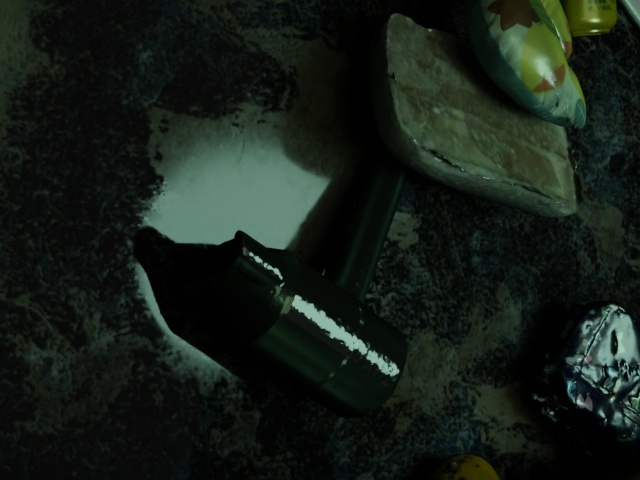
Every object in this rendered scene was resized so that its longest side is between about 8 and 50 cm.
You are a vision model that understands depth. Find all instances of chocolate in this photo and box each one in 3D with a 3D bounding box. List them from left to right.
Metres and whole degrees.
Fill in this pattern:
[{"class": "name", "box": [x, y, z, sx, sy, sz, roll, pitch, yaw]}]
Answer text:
[{"class": "chocolate", "box": [0.165, -0.127, 1.342, 0.303, 0.100, 0.185, 19, 58, -39]}]

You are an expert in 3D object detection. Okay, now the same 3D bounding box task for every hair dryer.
[{"class": "hair dryer", "box": [0.000, 0.000, 1.242, 0.244, 0.116, 0.302, 40, 58, -32]}]

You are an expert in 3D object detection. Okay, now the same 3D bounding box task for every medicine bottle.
[{"class": "medicine bottle", "box": [0.329, -0.390, 1.485, 0.095, 0.064, 0.260, -10, 99, -38]}]

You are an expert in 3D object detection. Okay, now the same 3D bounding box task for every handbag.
[{"class": "handbag", "box": [0.375, 0.196, 1.517, 0.260, 0.113, 0.162, 40, 64, -31]}]

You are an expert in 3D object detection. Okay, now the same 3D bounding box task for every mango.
[{"class": "mango", "box": [0.162, 0.338, 1.378, 0.115, 0.090, 0.178, 2, 99, -45]}]

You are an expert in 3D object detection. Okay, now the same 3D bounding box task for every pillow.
[{"class": "pillow", "box": [0.237, -0.247, 1.371, 0.214, 0.086, 0.233, 39, 35, -37]}]

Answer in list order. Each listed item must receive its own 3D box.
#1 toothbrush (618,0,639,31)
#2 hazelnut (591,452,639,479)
[{"class": "toothbrush", "box": [0.509, -0.231, 1.644, 0.418, 0.040, 0.042, 46, 68, -29]}, {"class": "hazelnut", "box": [0.445, 0.427, 1.422, 0.421, 0.353, 0.420, 1, 109, 4]}]
